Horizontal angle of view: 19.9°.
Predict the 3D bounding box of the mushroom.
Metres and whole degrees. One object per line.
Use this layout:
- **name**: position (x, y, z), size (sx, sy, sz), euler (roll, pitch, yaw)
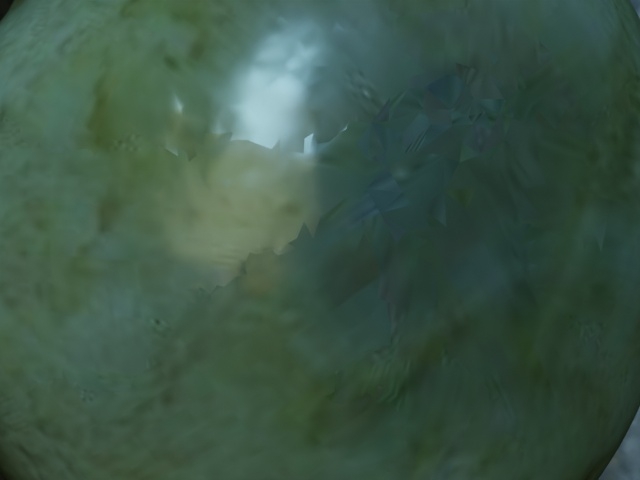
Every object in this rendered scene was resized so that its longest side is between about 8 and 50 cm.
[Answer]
- **mushroom**: position (0.000, 0.000, 0.798), size (0.352, 0.260, 0.352), euler (1, 88, -31)
